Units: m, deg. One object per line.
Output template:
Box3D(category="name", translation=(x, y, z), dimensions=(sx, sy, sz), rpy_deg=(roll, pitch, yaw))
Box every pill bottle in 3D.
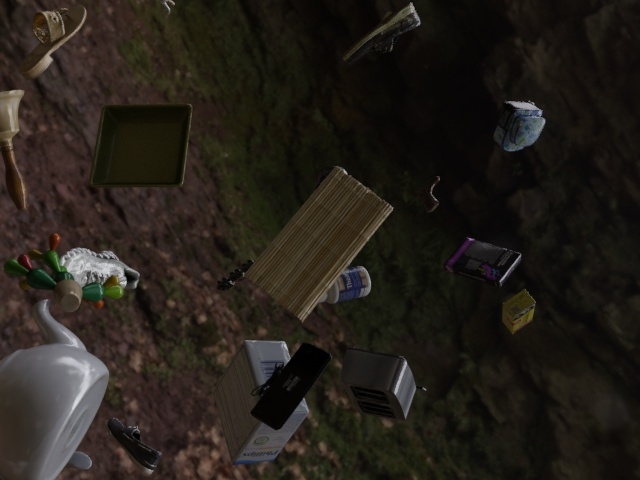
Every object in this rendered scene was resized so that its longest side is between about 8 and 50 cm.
Box3D(category="pill bottle", translation=(0.041, 0.097, 1.583), dimensions=(0.067, 0.120, 0.067), rpy_deg=(35, -49, 55))

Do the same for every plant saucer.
Box3D(category="plant saucer", translation=(-0.352, -0.181, 1.489), dimensions=(0.045, 0.188, 0.188), rpy_deg=(78, 14, -67))

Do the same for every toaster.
Box3D(category="toaster", translation=(0.152, 0.361, 1.873), dimensions=(0.185, 0.110, 0.168), rpy_deg=(6, -36, 24))

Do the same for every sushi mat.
Box3D(category="sushi mat", translation=(0.000, 0.000, 1.497), dimensions=(0.151, 0.316, 0.019), rpy_deg=(35, -20, 11))

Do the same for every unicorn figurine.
Box3D(category="unicorn figurine", translation=(-0.365, -0.565, 1.684), dimensions=(0.161, 0.060, 0.111), rpy_deg=(18, -12, 8))

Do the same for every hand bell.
Box3D(category="hand bell", translation=(-0.652, -0.183, 1.560), dimensions=(0.126, 0.126, 0.242), rpy_deg=(10, -66, 66))

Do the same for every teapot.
Box3D(category="teapot", translation=(-0.484, 0.274, 1.220), dimensions=(0.187, 0.256, 0.253), rpy_deg=(25, -63, 0))

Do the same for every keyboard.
Box3D(category="keyboard", translation=(-0.064, 0.292, 1.515), dimensions=(0.100, 0.192, 0.038), rpy_deg=(26, -29, 28))

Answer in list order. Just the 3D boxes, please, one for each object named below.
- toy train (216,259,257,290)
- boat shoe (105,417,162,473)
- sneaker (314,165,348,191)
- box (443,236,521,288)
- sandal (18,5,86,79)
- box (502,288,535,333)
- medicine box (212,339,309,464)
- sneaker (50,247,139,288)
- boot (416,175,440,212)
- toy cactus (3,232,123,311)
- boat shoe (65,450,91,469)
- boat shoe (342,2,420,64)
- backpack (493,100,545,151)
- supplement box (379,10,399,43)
Box3D(category="toy train", translation=(-0.210, 0.091, 1.920), dimensions=(0.158, 0.036, 0.027), rpy_deg=(-34, -134, 36))
Box3D(category="boat shoe", translation=(-0.478, 0.513, 1.919), dimensions=(0.206, 0.065, 0.075), rpy_deg=(35, -5, 36))
Box3D(category="sneaker", translation=(0.029, -0.184, 2.458), dimensions=(0.283, 0.124, 0.107), rpy_deg=(49, -58, 55))
Box3D(category="box", translation=(0.413, 0.056, 1.904), dimensions=(0.162, 0.116, 0.029), rpy_deg=(18, -40, 38))
Box3D(category="sandal", translation=(-0.614, -0.473, 1.673), dimensions=(0.088, 0.240, 0.079), rpy_deg=(6, -32, 31))
Box3D(category="box", translation=(0.628, 0.228, 2.371), dimensions=(0.058, 0.087, 0.232), rpy_deg=(56, -2, 23))
Box3D(category="medicine box", translation=(-0.191, 0.494, 2.282), dimensions=(0.289, 0.149, 0.263), rpy_deg=(-59, -140, 36))
Box3D(category="sneaker", translation=(-0.551, 0.085, 1.835), dimensions=(0.118, 0.110, 0.292), rpy_deg=(25, 9, 15))
Box3D(category="boot", translation=(0.401, -0.162, 2.647), dimensions=(0.037, 0.106, 0.114), rpy_deg=(34, 22, -38))
Box3D(category="toy cactus", translation=(-0.452, 0.075, 1.348), dimensions=(0.219, 0.112, 0.180), rpy_deg=(29, 3, -28))
Box3D(category="boat shoe", translation=(-0.556, 0.487, 1.653), dimensions=(0.035, 0.100, 0.035), rpy_deg=(108, -7, -53))
Box3D(category="boat shoe", translation=(0.159, -0.512, 1.895), dimensions=(0.073, 0.223, 0.080), rpy_deg=(52, -1, -12))
Box3D(category="backpack", translation=(0.484, -0.274, 1.825), dimensions=(0.084, 0.105, 0.114), rpy_deg=(56, -40, 42))
Box3D(category="supplement box", translation=(0.226, -0.685, 2.399), dimensions=(0.056, 0.083, 0.083), rpy_deg=(28, 12, -21))
